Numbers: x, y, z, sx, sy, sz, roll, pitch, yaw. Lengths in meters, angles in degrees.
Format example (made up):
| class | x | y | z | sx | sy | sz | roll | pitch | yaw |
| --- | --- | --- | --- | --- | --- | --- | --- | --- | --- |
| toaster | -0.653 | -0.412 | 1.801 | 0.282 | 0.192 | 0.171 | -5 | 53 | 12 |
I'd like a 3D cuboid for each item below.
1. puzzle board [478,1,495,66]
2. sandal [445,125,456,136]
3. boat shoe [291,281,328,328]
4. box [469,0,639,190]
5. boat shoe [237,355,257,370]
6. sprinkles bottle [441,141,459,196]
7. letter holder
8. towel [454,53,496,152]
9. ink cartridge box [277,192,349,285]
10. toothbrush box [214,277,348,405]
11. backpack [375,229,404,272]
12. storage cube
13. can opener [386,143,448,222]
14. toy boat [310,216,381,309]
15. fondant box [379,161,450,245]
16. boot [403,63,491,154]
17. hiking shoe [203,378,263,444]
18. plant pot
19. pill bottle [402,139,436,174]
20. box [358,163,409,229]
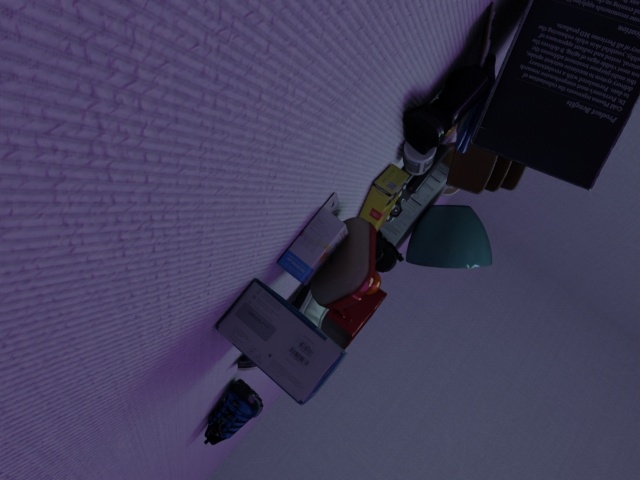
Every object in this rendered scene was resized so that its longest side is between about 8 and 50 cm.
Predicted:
| class | x | y | z | sx | sy | sz | roll | pitch | yaw |
| --- | --- | --- | --- | --- | --- | --- | --- | --- | --- |
| puzzle board | 0.352 | -0.427 | 1.183 | 0.128 | 0.011 | 0.097 | 44 | 55 | -79 |
| sandal | 0.356 | -0.318 | 1.567 | 0.072 | 0.049 | 0.180 | -55 | 168 | 18 |
| boat shoe | -0.020 | 0.157 | 1.490 | 0.091 | 0.114 | 0.303 | 4 | -130 | 51 |
| box | 0.610 | -0.423 | 1.340 | 0.480 | 0.297 | 0.472 | -34 | 148 | -63 |
| boat shoe | -0.154 | 0.282 | 1.477 | 0.206 | 0.075 | 0.065 | -24 | 108 | -56 |
| sprinkles bottle | 0.500 | -0.264 | 2.129 | 0.121 | 0.121 | 0.355 | -51 | 169 | -3 |
| letter holder | 0.556 | -0.302 | 1.768 | 0.152 | 0.214 | 0.302 | -35 | 141 | -53 |
| towel | 0.401 | -0.356 | 1.426 | 0.285 | 0.034 | 0.209 | -61 | 171 | -59 |
| ink cartridge box | 0.000 | 0.000 | 1.125 | 0.181 | 0.061 | 0.104 | -51 | 170 | -3 |
| toothbrush box | -0.064 | 0.208 | 1.136 | 0.126 | 0.216 | 0.295 | -49 | 168 | -7 |
| backpack | 0.176 | 0.033 | 1.784 | 0.115 | 0.152 | 0.182 | -46 | -179 | 8 |
| storage cube | 0.067 | 0.212 | 1.757 | 0.193 | 0.183 | 0.215 | -45 | 167 | -30 |
| can opener | 0.246 | -0.174 | 1.595 | 0.283 | 0.076 | 0.095 | -51 | -159 | -2 |
| toy boat | 0.075 | 0.063 | 1.219 | 0.150 | 0.151 | 0.231 | -28 | -144 | 31 |
| fondant box | 0.327 | -0.117 | 1.982 | 0.330 | 0.096 | 0.238 | -50 | 168 | 0 |
| boot | 0.276 | -0.296 | 1.191 | 0.207 | 0.094 | 0.246 | -49 | 175 | 2 |
| hiking shoe | -0.254 | 0.509 | 1.606 | 0.132 | 0.113 | 0.304 | -43 | 166 | -38 |
| plant pot | 0.440 | -0.022 | 1.906 | 0.290 | 0.289 | 0.196 | -19 | 110 | -70 |
| pill bottle | 0.244 | -0.212 | 1.385 | 0.078 | 0.078 | 0.137 | -51 | 169 | -4 |
| box | 0.154 | -0.094 | 1.450 | 0.087 | 0.058 | 0.232 | -46 | 168 | -30 |
